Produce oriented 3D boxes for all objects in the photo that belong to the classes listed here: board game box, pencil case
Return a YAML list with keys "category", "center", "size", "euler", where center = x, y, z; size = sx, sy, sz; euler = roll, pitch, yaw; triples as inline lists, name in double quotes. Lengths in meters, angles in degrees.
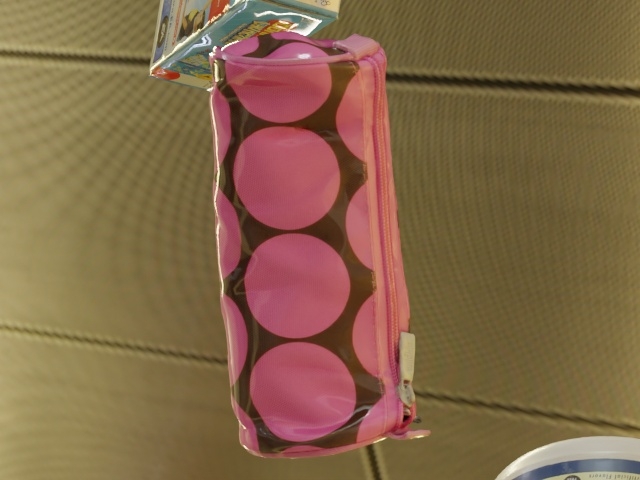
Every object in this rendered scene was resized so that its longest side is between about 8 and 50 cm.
- category: "board game box"
  center: [-0.062, -0.329, 1.394]
  size: [0.086, 0.308, 0.302]
  euler: [13, -11, -22]
- category: "pencil case"
  center: [0.000, 0.000, 0.705]
  size: [0.098, 0.095, 0.209]
  euler: [-1, -82, 44]

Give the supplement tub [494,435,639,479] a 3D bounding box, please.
- category: "supplement tub"
  center: [0.247, 0.358, 1.215]
  size: [0.235, 0.324, 0.235]
  euler: [5, -43, 5]
